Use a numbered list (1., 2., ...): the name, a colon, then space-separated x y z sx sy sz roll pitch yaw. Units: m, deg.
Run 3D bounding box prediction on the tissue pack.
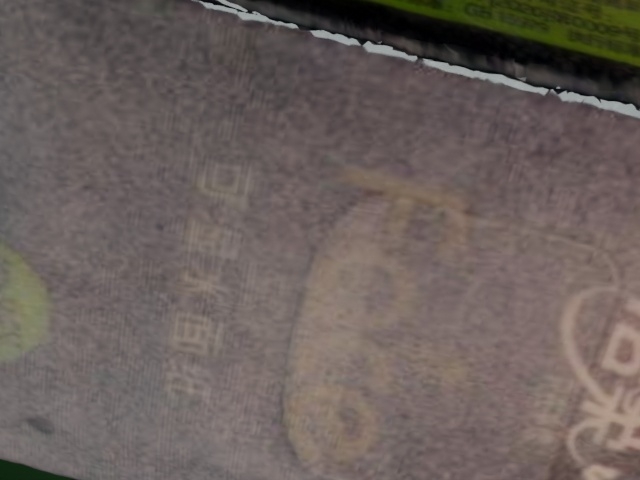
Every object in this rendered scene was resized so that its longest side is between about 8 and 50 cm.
1. tissue pack: 0.000 0.000 0.735 0.394 0.124 0.288 15 127 1
